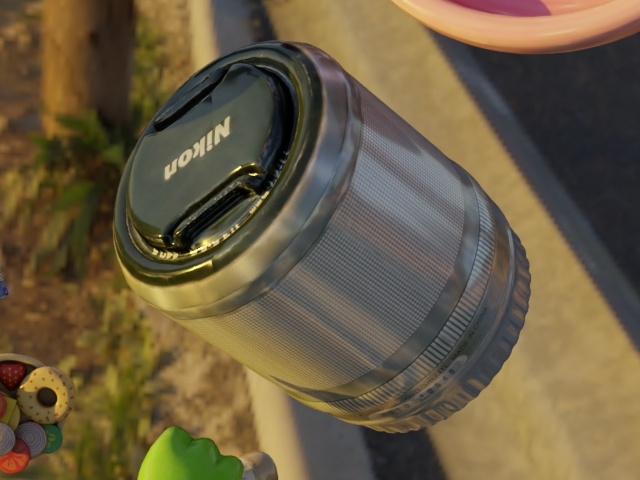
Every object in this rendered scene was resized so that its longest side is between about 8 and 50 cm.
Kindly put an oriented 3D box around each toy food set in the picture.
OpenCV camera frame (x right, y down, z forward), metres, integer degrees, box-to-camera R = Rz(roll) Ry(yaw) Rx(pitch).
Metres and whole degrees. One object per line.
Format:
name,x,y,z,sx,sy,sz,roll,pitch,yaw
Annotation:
toy food set,-0.219,0.122,1.255,0.083,0.082,0.020,21,4,-10

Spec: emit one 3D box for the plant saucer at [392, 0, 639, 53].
plant saucer,0.167,-0.280,1.197,0.332,0.332,0.084,22,-2,27

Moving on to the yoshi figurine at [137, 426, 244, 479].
yoshi figurine,-0.101,0.198,0.876,0.362,0.203,0.203,5,-16,-15

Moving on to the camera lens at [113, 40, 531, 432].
camera lens,0.000,0.000,1.320,0.274,0.219,0.219,37,5,-38

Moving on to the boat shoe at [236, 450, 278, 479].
boat shoe,-0.111,0.354,2.027,0.110,0.341,0.122,-23,64,-25

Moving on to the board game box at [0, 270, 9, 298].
board game box,-0.368,0.064,1.422,0.210,0.047,0.160,-20,3,0
